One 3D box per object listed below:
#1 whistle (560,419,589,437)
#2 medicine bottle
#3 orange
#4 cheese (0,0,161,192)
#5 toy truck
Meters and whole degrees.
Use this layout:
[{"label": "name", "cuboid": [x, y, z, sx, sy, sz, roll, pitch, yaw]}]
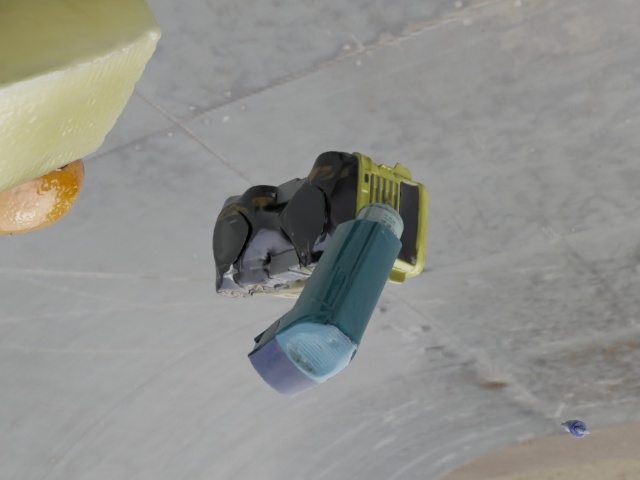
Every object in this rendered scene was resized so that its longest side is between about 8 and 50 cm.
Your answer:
[{"label": "whistle", "cuboid": [0.462, 0.338, 1.390, 0.033, 0.029, 0.083, 7, 175, -5]}, {"label": "medicine bottle", "cuboid": [0.021, 0.058, 0.893, 0.079, 0.258, 0.124, 46, 134, -15]}, {"label": "orange", "cuboid": [-0.401, -0.088, 1.011, 0.178, 0.177, 0.155, 4, 128, -19]}, {"label": "cheese", "cuboid": [-0.322, -0.155, 0.815, 0.242, 0.124, 0.265, -38, 180, -38]}, {"label": "toy truck", "cuboid": [0.000, 0.000, 1.244, 0.254, 0.180, 0.405, 12, 163, -32]}]
